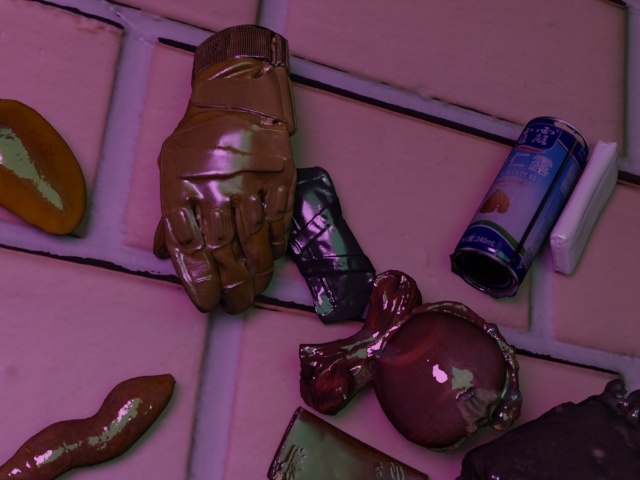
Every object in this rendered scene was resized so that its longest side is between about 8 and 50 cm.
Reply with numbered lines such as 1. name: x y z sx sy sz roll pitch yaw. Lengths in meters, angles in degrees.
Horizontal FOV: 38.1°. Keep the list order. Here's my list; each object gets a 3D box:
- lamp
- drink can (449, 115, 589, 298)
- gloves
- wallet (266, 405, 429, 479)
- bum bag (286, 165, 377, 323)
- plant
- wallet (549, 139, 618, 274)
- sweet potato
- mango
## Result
1. lamp: 0.110 0.158 1.057 0.223 0.151 0.215 35 68 24
2. drink can: 0.258 -0.045 1.191 0.097 0.097 0.235 37 66 -10
3. gloves: -0.101 -0.082 1.018 0.154 0.141 0.331 7 67 -5
4. wallet: 0.032 0.268 1.048 0.176 0.026 0.095 32 68 -11
5. bum bag: 0.000 0.000 1.098 0.087 0.049 0.197 -26 87 -2
6. plant: 0.301 0.292 1.053 0.276 0.188 0.199 -14 44 -12
7. wallet: 0.355 -0.046 1.240 0.033 0.095 0.190 18 60 28
8. sweet potato: -0.238 0.202 0.938 0.218 0.051 0.065 -30 92 -26
9. mango: -0.308 -0.075 0.972 0.161 0.076 0.103 49 59 -7
